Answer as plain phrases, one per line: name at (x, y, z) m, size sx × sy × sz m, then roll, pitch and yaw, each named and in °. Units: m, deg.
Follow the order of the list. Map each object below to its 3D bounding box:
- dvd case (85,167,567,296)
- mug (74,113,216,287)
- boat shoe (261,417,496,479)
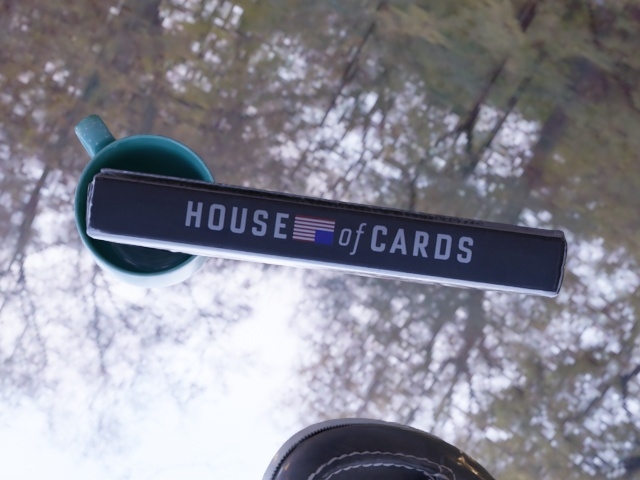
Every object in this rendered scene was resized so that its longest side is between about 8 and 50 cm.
dvd case at (0.000, 0.000, 0.567) m, size 0.179 × 0.030 × 0.238 m, roll 7°, pitch 179°, yaw -1°
mug at (-0.156, -0.035, 1.122) m, size 0.129 × 0.158 × 0.097 m, roll -2°, pitch 168°, yaw -4°
boat shoe at (0.105, 0.210, 0.771) m, size 0.335 × 0.112 × 0.095 m, roll 38°, pitch 173°, yaw -36°
